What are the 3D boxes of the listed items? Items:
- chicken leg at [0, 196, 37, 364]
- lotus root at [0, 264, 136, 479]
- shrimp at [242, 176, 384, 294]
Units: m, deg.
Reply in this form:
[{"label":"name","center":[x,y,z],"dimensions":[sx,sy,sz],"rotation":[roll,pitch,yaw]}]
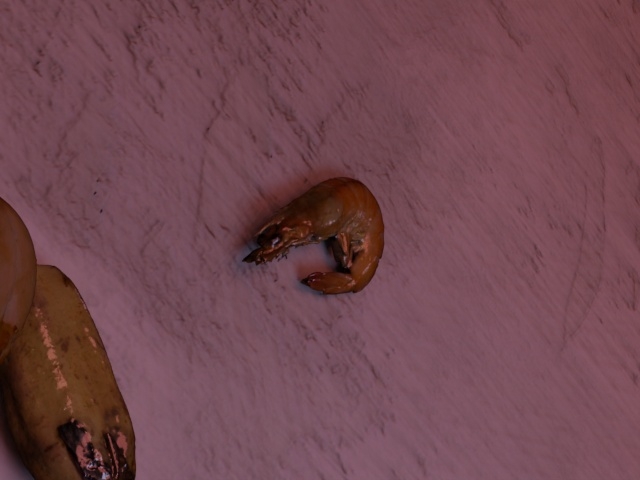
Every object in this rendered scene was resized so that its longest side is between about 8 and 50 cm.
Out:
[{"label":"chicken leg","center":[-0.411,0.126,0.786],"dimensions":[0.295,0.182,0.410],"rotation":[18,81,-25]},{"label":"lotus root","center":[-0.248,0.139,0.935],"dimensions":[0.110,0.097,0.259],"rotation":[-8,74,-48]},{"label":"shrimp","center":[0.000,0.000,1.206],"dimensions":[0.248,0.068,0.150],"rotation":[-13,90,-46]}]
